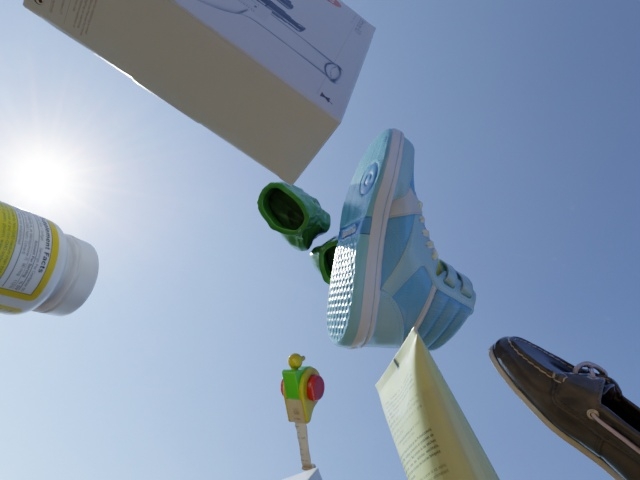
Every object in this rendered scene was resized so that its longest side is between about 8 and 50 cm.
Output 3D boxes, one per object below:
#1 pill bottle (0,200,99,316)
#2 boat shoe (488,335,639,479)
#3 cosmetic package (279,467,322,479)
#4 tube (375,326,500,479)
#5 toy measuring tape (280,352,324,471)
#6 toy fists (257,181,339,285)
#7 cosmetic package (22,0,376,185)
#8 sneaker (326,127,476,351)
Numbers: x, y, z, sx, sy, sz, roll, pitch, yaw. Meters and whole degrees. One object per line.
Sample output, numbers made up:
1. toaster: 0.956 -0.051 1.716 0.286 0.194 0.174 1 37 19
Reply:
1. pill bottle: -0.360 0.015 0.528 0.119 0.119 0.208 -2 -20 27
2. boat shoe: 0.326 0.200 0.497 0.335 0.112 0.095 48 -62 39
3. cosmetic package: -0.078 0.539 0.809 0.224 0.138 0.224 -25 -99 14
4. tube: 0.097 0.178 0.308 0.070 0.240 0.062 -37 -39 16
5. toy measuring tape: -0.037 0.461 1.345 0.122 0.121 0.329 -5 -81 29
6. toy fists: 0.000 0.000 0.899 0.279 0.142 0.096 44 -75 10
7. cosmetic package: -0.086 -0.259 0.573 0.285 0.377 0.097 35 -55 -13
8. sneaker: 0.136 0.010 0.713 0.208 0.318 0.127 14 -6 -16
